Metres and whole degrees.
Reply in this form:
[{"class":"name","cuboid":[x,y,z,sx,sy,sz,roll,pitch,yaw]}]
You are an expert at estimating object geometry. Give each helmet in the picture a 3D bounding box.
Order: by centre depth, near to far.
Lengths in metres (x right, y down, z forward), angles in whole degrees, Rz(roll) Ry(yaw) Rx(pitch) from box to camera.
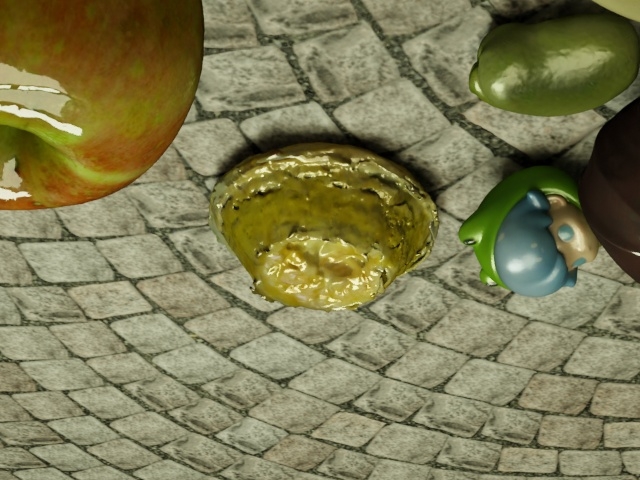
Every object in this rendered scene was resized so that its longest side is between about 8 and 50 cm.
[{"class":"helmet","cuboid":[0.399,-0.028,1.270,0.305,0.225,0.177,40,129,-19]}]

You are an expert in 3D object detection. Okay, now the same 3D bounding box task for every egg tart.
[{"class":"egg tart","cuboid":[0.000,0.000,1.520,0.315,0.120,0.315,4,145,3]}]

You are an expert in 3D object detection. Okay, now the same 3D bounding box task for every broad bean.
[{"class":"broad bean","cuboid":[0.242,-0.178,1.248,0.174,0.082,0.124,1,144,9]}]

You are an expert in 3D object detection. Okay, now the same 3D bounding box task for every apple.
[{"class":"apple","cuboid":[-0.278,-0.197,1.108,0.339,0.339,0.339,4,146,3]}]

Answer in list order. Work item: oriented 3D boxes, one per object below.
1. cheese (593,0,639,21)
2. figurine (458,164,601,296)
[{"class":"cheese","cuboid":[0.317,-0.300,1.015,0.233,0.127,0.266,23,144,-22]},{"class":"figurine","cuboid":[0.301,-0.024,1.430,0.263,0.143,0.162,-23,137,11]}]
